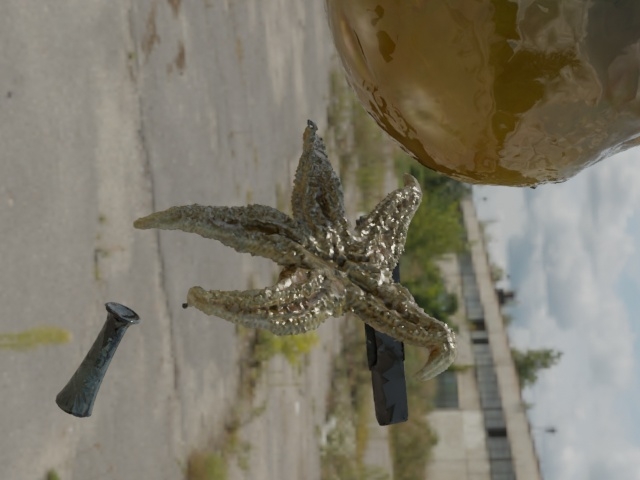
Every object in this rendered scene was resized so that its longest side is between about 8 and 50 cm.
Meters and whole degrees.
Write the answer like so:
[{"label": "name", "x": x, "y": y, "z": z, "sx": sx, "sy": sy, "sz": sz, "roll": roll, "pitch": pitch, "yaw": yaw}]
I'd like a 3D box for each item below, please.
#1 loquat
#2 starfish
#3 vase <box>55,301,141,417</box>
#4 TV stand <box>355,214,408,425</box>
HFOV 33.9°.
[{"label": "loquat", "x": 0.138, "y": -0.179, "z": 0.738, "sx": 0.276, "sy": 0.275, "sz": 0.284, "roll": -83, "pitch": 167, "yaw": -60}, {"label": "starfish", "x": -0.001, "y": 0.003, "z": 0.969, "sx": 0.060, "sy": 0.299, "sz": 0.302, "roll": -63, "pitch": -179, "yaw": 40}, {"label": "vase", "x": -0.318, "y": 0.170, "z": 1.506, "sx": 0.167, "sy": 0.059, "sz": 0.059, "roll": -60, "pitch": -179, "yaw": 12}, {"label": "TV stand", "x": 0.070, "y": 0.088, "z": 1.171, "sx": 0.042, "sy": 0.036, "sz": 0.249, "roll": -132, "pitch": -145, "yaw": -68}]
